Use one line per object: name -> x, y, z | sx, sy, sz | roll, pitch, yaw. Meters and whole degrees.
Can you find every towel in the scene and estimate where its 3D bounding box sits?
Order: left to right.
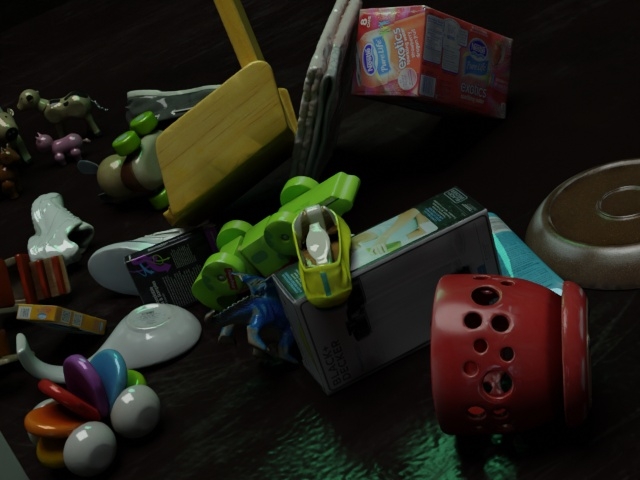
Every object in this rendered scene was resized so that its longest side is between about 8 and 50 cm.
towel -> 0.007, -0.224, 1.873 | 0.053, 0.332, 0.317 | 14, 38, 3

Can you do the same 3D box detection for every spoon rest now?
spoon rest -> -0.318, 0.161, 1.668 | 0.276, 0.084, 0.137 | -10, 29, -10

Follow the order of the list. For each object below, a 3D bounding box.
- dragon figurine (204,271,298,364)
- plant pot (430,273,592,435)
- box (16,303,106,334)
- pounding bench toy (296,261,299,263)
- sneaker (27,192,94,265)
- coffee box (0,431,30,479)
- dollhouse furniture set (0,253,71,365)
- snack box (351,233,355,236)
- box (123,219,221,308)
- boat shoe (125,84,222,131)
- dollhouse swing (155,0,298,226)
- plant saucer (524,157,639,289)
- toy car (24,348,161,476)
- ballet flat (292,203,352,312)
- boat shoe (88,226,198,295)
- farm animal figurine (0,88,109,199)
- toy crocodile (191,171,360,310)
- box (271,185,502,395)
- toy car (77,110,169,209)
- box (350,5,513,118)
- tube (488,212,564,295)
dragon figurine -> -0.077, 0.085, 1.510 | 0.085, 0.289, 0.144 | 2, 74, 36
plant pot -> 0.227, 0.133, 1.274 | 0.174, 0.191, 0.191 | -2, 33, 13
box -> -0.406, 0.128, 1.733 | 0.081, 0.136, 0.028 | 0, 73, 30
pounding bench toy -> 0.011, 0.034, 1.692 | 0.083, 0.052, 0.065 | -36, 34, -27
sneaker -> -0.479, -0.015, 2.043 | 0.115, 0.090, 0.232 | -13, 38, -2
coffee box -> -0.599, 0.324, 1.276 | 0.338, 0.334, 0.338 | -11, 30, 14
dollhouse furniture set -> -0.514, 0.069, 1.764 | 0.135, 0.262, 0.259 | -14, -1, 5
snack box -> 0.065, 0.024, 1.639 | 0.178, 0.022, 0.064 | 9, 50, 9
box -> -0.217, 0.048, 1.737 | 0.162, 0.116, 0.029 | -22, 27, -5
boat shoe -> -0.272, -0.281, 2.365 | 0.335, 0.095, 0.112 | -1, -1, 23
dollhouse swing -> -0.194, -0.237, 1.814 | 0.315, 0.305, 0.347 | -38, -1, 3
plant saucer -> 0.444, -0.039, 1.569 | 0.310, 0.050, 0.310 | -15, 30, 9
toy car -> -0.322, 0.221, 1.488 | 0.182, 0.136, 0.159 | -38, 34, -30
ballet flat -> 0.000, 0.000, 1.392 | 0.077, 0.077, 0.231 | -17, 31, 4
boat shoe -> -0.253, 0.023, 1.825 | 0.267, 0.096, 0.088 | -10, 27, 14
farm animal figurine -> -0.691, -0.241, 2.437 | 0.326, 0.172, 0.330 | 4, 37, 35
toy crocodile -> -0.070, 0.006, 1.619 | 0.340, 0.105, 0.115 | -32, 23, 29
box -> 0.098, 0.068, 1.473 | 0.290, 0.169, 0.087 | -24, 32, -12
toy car -> -0.377, -0.136, 2.122 | 0.188, 0.155, 0.149 | -17, 27, 30
box -> 0.200, -0.306, 1.905 | 0.142, 0.154, 0.300 | 8, 3, 38
tube -> 0.276, 0.031, 1.554 | 0.080, 0.052, 0.207 | -29, 35, -1
